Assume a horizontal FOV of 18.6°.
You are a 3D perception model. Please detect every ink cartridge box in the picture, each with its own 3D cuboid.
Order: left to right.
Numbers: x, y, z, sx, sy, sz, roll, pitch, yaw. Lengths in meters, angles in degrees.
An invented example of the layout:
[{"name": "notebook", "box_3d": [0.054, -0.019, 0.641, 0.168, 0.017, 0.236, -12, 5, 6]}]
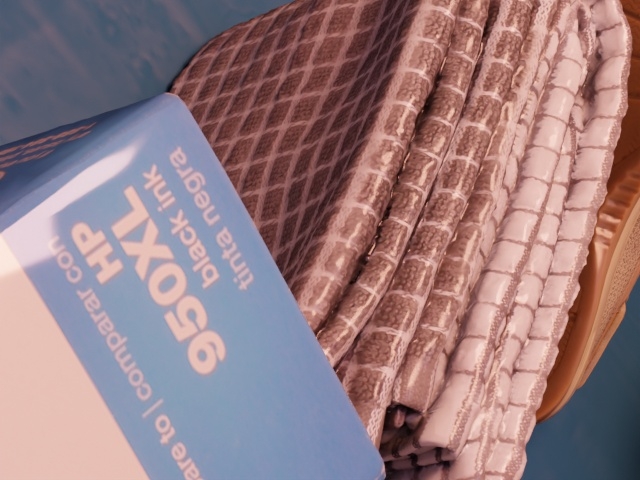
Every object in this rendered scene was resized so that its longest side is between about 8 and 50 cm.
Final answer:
[{"name": "ink cartridge box", "box_3d": [-0.217, 0.131, 0.638, 0.395, 0.285, 0.166, -40, 109, -40]}]

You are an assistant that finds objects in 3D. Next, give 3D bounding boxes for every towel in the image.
[{"name": "towel", "box_3d": [0.000, 0.000, 0.900, 0.121, 0.235, 0.283, 37, 59, -29]}]

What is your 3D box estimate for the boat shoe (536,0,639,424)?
[{"name": "boat shoe", "box_3d": [0.152, -0.037, 1.099, 0.302, 0.109, 0.098, -69, 161, -1]}]
